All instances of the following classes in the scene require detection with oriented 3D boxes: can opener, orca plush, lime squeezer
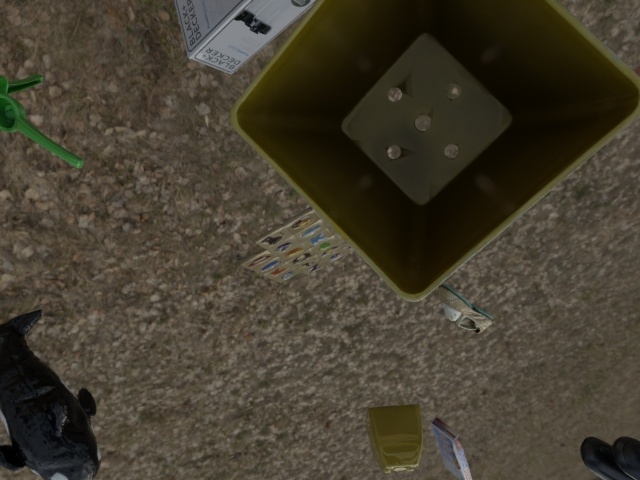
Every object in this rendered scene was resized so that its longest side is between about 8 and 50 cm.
[{"bbox_3d":[0.257,0.175,0.285,0.186,0.073,0.059,23,142,0],"label":"can opener"},{"bbox_3d":[-0.405,0.242,0.668,0.102,0.287,0.151,-25,166,30],"label":"orca plush"},{"bbox_3d":[-0.473,-0.203,0.684,0.059,0.310,0.110,-50,146,10],"label":"lime squeezer"}]

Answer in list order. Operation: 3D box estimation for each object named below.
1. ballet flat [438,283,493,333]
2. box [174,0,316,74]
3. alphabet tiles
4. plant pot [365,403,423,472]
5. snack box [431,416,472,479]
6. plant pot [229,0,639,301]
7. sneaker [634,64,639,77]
[{"bbox_3d":[0.355,0.180,1.090,0.206,0.073,0.067,33,93,-25],"label":"ballet flat"},{"bbox_3d":[-0.085,-0.389,0.607,0.290,0.169,0.087,-22,169,36],"label":"box"},{"bbox_3d":[0.000,0.000,0.904,0.285,0.011,0.342,-30,161,6],"label":"alphabet tiles"},{"bbox_3d":[0.116,0.308,0.671,0.082,0.083,0.081,-3,143,-1],"label":"plant pot"},{"bbox_3d":[0.290,0.467,0.959,0.022,0.064,0.178,-34,122,-21],"label":"snack box"},{"bbox_3d":[0.090,-0.111,0.395,0.212,0.212,0.187,-45,178,18],"label":"plant pot"},{"bbox_3d":[0.582,-0.223,0.595,0.314,0.115,0.136,7,167,-1],"label":"sneaker"}]
